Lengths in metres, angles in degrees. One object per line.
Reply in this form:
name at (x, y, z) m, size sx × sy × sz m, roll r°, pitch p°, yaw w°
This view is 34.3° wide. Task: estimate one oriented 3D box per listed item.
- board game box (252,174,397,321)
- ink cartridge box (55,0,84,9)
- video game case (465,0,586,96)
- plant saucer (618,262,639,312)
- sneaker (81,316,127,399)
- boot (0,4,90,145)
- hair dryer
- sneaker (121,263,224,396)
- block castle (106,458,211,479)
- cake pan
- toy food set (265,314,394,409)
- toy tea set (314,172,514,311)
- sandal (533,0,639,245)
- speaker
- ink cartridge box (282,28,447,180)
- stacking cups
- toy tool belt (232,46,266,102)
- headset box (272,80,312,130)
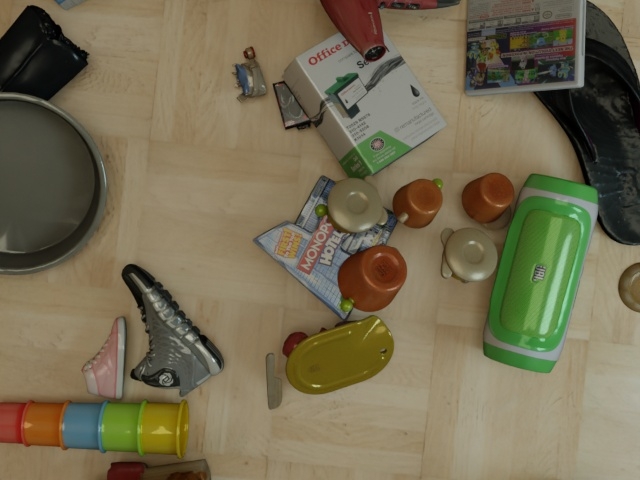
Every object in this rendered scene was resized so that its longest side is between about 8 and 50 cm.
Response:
board game box at (0.000, 0.000, 1.669) m, size 0.194 × 0.060 × 0.194 m, roll 27°, pitch 90°, yaw 0°
ink cartridge box at (-0.374, -0.448, 1.661) m, size 0.143 × 0.092 × 0.090 m, roll -25°, pitch 89°, yaw 1°
video game case at (0.320, -0.325, 1.631) m, size 0.201 × 0.023 × 0.183 m, roll 1°, pitch 89°, yaw 39°
plant saucer at (0.527, 0.077, 1.685) m, size 0.083 × 0.015 × 0.083 m, roll 0°, pitch 89°, yaw 1°
sneaker at (-0.350, 0.188, 1.673) m, size 0.070 × 0.051 × 0.134 m, roll 5°, pitch 93°, yaw -5°
boot at (-0.519, -0.299, 1.658) m, size 0.246 × 0.094 × 0.207 m, roll 40°, pitch 93°, yaw -6°
hair dryer at (0.101, -0.383, 1.594) m, size 0.223 × 0.080 × 0.293 m, roll 21°, pitch 53°, yaw 3°
sneaker at (-0.272, 0.157, 1.658) m, size 0.132 × 0.086 × 0.229 m, roll -41°, pitch 90°, yaw 2°
block castle at (-0.256, 0.564, 1.544) m, size 0.213 × 0.303 × 0.453 m, roll -9°, pitch 88°, yaw 1°
cake pan at (-0.485, -0.091, 1.638) m, size 0.293 × 0.054 × 0.293 m, roll -2°, pitch 107°, yaw -8°
toy food set at (0.005, 0.175, 1.652) m, size 0.218 × 0.071 × 0.128 m, roll -16°, pitch 127°, yaw -9°
toy tea set at (0.155, -0.003, 1.617) m, size 0.336 × 0.124 × 0.200 m, roll -7°, pitch 76°, yaw -18°
sandal at (0.451, -0.207, 1.643) m, size 0.167 × 0.107 × 0.446 m, roll -26°, pitch 89°, yaw 1°
speaker at (0.344, 0.051, 1.627) m, size 0.131 × 0.131 × 0.296 m, roll 14°, pitch 92°, yaw 1°
ink cartridge box at (0.067, -0.223, 1.636) m, size 0.160 × 0.092 × 0.219 m, roll -34°, pitch 90°, yaw -18°
stacking cups at (-0.372, 0.289, 1.654) m, size 0.316 × 0.096 × 0.096 m, roll 4°, pitch 89°, yaw 2°
toy tool belt at (-0.122, -0.268, 1.678) m, size 0.051 × 0.052 × 0.083 m, roll -18°, pitch 88°, yaw -8°
headset box at (-0.037, -0.221, 1.685) m, size 0.062 × 0.032 × 0.083 m, roll -15°, pitch 88°, yaw 0°
